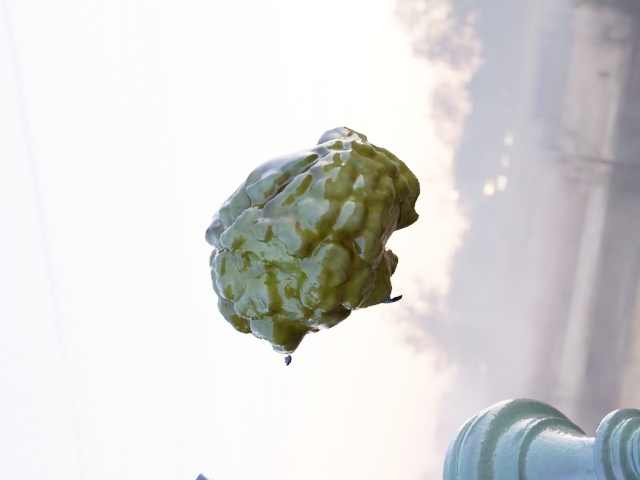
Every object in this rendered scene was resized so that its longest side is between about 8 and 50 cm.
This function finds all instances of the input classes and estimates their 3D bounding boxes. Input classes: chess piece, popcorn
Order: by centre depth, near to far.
[{"bbox_3d":[0.224,0.168,1.377,0.271,0.139,0.139,-24,46,50],"label":"chess piece"},{"bbox_3d":[-0.002,0.000,1.660,0.218,0.169,0.189,-33,-2,43],"label":"popcorn"}]

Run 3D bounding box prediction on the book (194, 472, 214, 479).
[{"bbox_3d":[-0.153,0.364,1.750,0.269,0.025,0.191,-53,29,-4],"label":"book"}]
